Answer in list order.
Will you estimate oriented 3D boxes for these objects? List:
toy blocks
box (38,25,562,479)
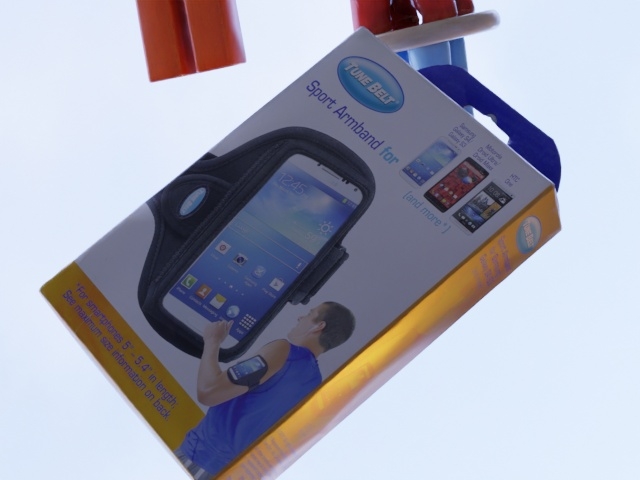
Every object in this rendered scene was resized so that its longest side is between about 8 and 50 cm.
[{"bbox_3d":[-0.008,-0.084,0.425,0.123,0.054,0.148,-14,-83,-10],"label":"toy blocks"},{"bbox_3d":[0.000,0.000,0.370,0.136,0.081,0.028,-41,-31,-8],"label":"box"}]
